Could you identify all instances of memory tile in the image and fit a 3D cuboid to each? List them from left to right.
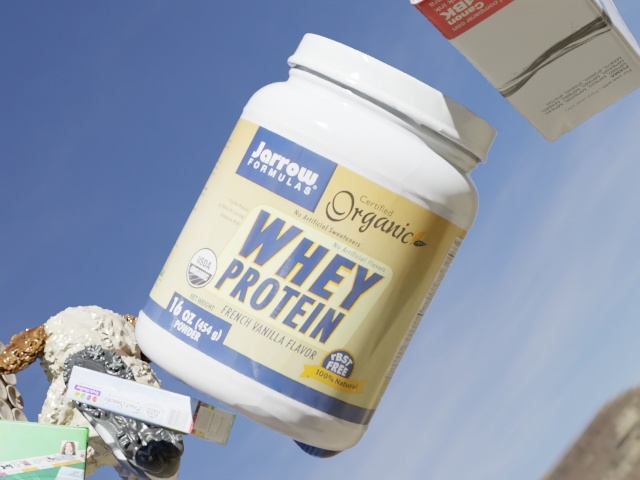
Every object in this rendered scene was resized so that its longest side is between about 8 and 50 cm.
[{"bbox_3d":[-0.420,0.176,1.993,0.012,0.148,0.113,-31,-33,10],"label":"memory tile"}]

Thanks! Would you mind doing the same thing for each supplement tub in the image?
[{"bbox_3d":[0.000,0.000,1.377,0.316,0.228,0.228,-63,-15,1],"label":"supplement tub"}]

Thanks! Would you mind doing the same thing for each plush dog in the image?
[{"bbox_3d":[-0.285,0.183,1.998,0.262,0.225,0.210,0,-38,-42],"label":"plush dog"}]

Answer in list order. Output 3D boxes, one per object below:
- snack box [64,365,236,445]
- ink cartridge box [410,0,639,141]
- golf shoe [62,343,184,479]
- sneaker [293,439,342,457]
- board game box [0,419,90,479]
[{"bbox_3d":[-0.167,0.163,1.535,0.100,0.141,0.037,42,-117,-68],"label":"snack box"},{"bbox_3d":[0.150,-0.232,1.304,0.114,0.197,0.273,-33,-35,17],"label":"ink cartridge box"},{"bbox_3d":[-0.221,0.201,1.714,0.077,0.198,0.094,-26,-37,-21],"label":"golf shoe"},{"bbox_3d":[-0.017,0.161,1.935,0.136,0.116,0.314,-36,24,-12],"label":"sneaker"},{"bbox_3d":[-0.331,0.225,1.109,0.046,0.317,0.213,125,149,-60],"label":"board game box"}]
